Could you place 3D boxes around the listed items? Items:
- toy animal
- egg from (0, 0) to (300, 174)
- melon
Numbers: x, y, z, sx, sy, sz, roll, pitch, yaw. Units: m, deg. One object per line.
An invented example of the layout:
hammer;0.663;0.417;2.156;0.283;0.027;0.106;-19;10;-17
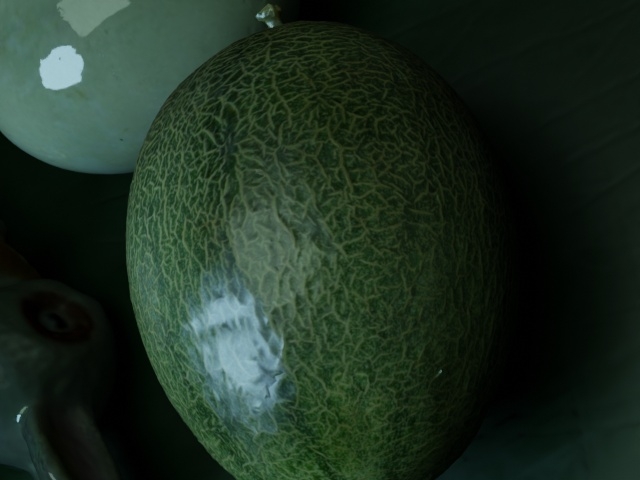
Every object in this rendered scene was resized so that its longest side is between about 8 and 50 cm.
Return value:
toy animal;-0.157;0.050;0.601;0.236;0.138;0.108;31;55;13
egg;-0.078;-0.089;0.556;0.152;0.114;0.114;-27;66;23
melon;0.000;0.000;0.471;0.139;0.139;0.192;-22;67;28
